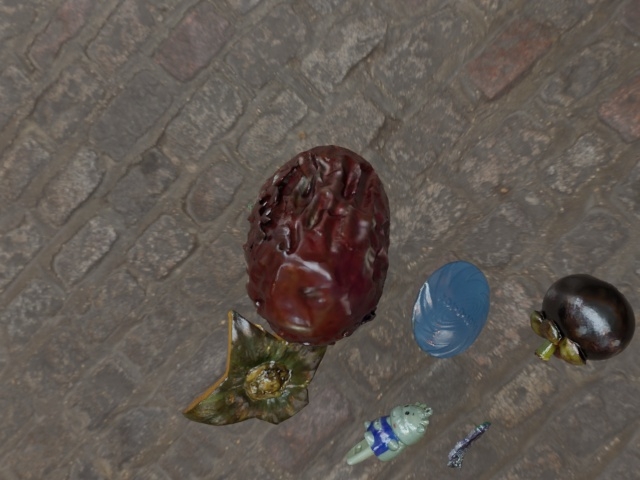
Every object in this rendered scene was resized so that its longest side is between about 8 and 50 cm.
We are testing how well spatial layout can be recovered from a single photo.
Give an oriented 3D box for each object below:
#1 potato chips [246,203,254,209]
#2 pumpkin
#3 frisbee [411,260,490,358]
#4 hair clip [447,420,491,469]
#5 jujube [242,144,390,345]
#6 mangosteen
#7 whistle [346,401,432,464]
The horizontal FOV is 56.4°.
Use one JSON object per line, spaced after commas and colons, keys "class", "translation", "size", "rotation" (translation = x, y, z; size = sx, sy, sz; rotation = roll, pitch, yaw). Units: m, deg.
{"class": "potato chips", "translation": [-0.162, -0.114, 1.828], "size": [0.028, 0.207, 0.092], "rotation": [39, 81, -30]}
{"class": "pumpkin", "translation": [-0.131, 0.292, 1.298], "size": [0.258, 0.095, 0.290], "rotation": [15, 107, -25]}
{"class": "frisbee", "translation": [0.382, 0.201, 1.685], "size": [0.289, 0.049, 0.290], "rotation": [-7, 104, -29]}
{"class": "hair clip", "translation": [0.443, 0.614, 1.781], "size": [0.052, 0.124, 0.195], "rotation": [45, 114, 28]}
{"class": "jujube", "translation": [0.000, 0.000, 0.944], "size": [0.258, 0.377, 0.259], "rotation": [8, 123, 12]}
{"class": "mangosteen", "translation": [0.758, 0.249, 1.760], "size": [0.302, 0.275, 0.275], "rotation": [-41, 85, 3]}
{"class": "whistle", "translation": [0.158, 0.450, 1.387], "size": [0.244, 0.110, 0.092], "rotation": [-35, 107, 17]}
